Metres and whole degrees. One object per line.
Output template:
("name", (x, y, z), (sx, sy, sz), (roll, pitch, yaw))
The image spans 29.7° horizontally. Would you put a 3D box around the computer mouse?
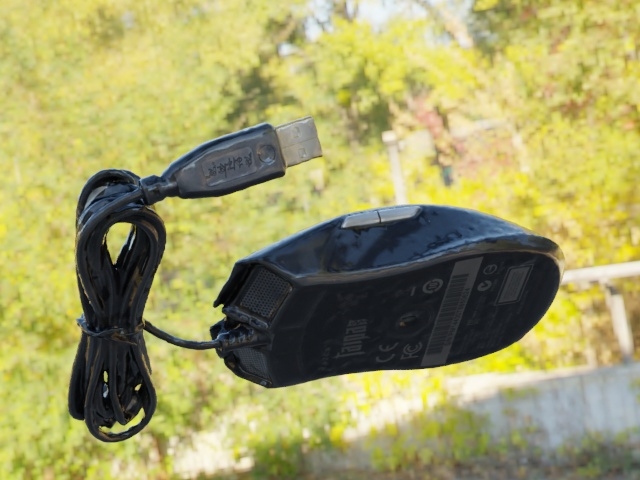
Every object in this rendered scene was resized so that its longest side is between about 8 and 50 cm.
("computer mouse", (0.000, 0.000, 0.581), (0.261, 0.184, 0.060), (-11, 48, -15))
